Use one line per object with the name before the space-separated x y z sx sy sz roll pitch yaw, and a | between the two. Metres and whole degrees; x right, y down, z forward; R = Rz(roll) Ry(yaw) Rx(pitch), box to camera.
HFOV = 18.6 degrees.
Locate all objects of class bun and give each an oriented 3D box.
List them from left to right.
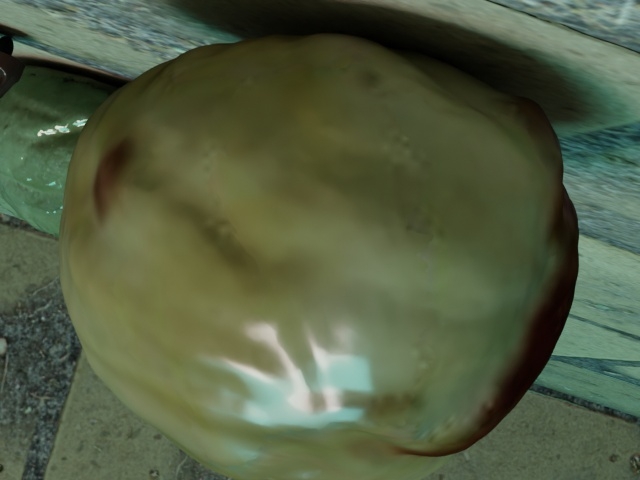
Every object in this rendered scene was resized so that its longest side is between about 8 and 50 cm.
bun | -0.131 -0.039 1.337 0.221 0.108 0.221 16 173 2

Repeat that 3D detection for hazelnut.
hazelnut | 0.000 0.000 0.957 0.261 0.241 0.261 4 147 3

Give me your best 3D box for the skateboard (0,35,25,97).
skateboard | -0.256 -0.105 1.226 0.151 0.080 0.067 11 166 27
